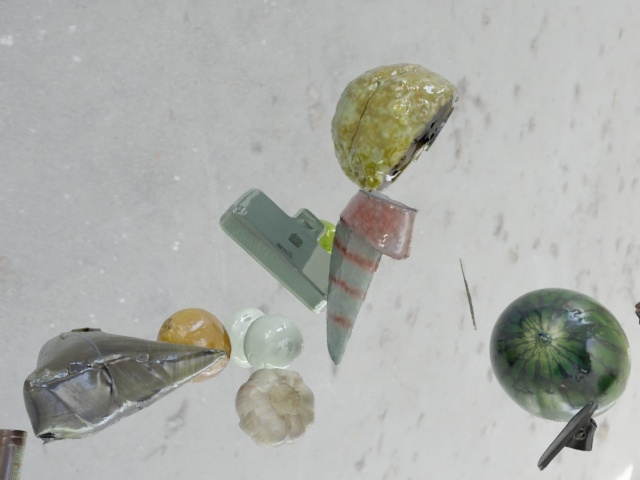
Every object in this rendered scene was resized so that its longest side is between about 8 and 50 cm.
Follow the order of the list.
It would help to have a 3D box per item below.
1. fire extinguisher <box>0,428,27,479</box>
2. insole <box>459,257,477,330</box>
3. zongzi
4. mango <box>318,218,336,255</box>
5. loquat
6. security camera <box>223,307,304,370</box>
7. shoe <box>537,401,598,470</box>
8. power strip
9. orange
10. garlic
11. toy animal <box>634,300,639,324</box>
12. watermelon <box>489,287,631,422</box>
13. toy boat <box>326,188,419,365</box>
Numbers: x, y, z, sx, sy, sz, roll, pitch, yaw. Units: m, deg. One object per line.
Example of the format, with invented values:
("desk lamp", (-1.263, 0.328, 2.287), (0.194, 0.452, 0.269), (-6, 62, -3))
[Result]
("fire extinguisher", (-0.707, 0.539, 1.600), (0.071, 0.099, 0.231), (13, 63, -27))
("insole", (0.344, 0.124, 1.662), (0.063, 0.010, 0.191), (64, 18, -51))
("zongzi", (-0.458, 0.286, 1.695), (0.433, 0.403, 0.207), (-17, 102, -15))
("mango", (0.000, -0.006, 2.100), (0.089, 0.163, 0.117), (17, 71, -45))
("loquat", (-0.337, 0.286, 1.943), (0.187, 0.176, 0.234), (-46, 123, -12))
("security camera", (-0.162, 0.306, 2.186), (0.195, 0.236, 0.194), (-6, 98, -55))
("shoe", (0.439, 0.347, 1.234), (0.159, 0.053, 0.062), (-53, 165, 16))
("power strip", (-0.054, 0.005, 1.384), (0.265, 0.059, 0.193), (43, 33, -2))
("orange", (0.129, -0.234, 1.458), (0.270, 0.210, 0.368), (-55, -179, 3))
("garlic", (-0.135, 0.440, 1.837), (0.219, 0.212, 0.218), (20, 50, -25))
("toy animal", (0.593, 0.190, 1.179), (0.097, 0.157, 0.312), (18, 60, -14))
("watermelon", (0.591, 0.283, 1.774), (0.363, 0.363, 0.362), (-18, 115, -46))
("toy boat", (0.057, 0.059, 1.174), (0.096, 0.206, 0.282), (13, 98, -31))
